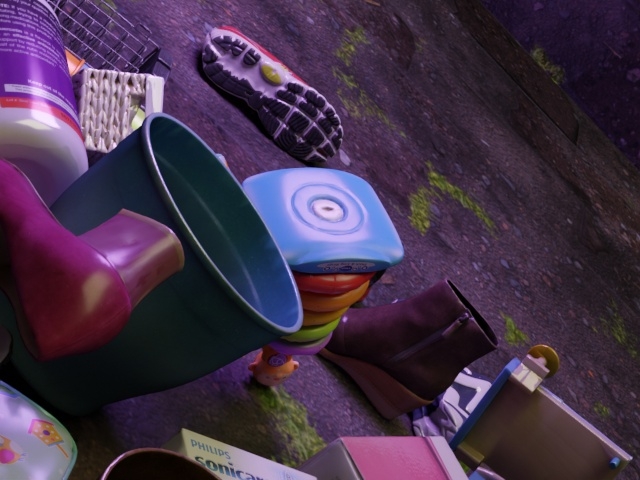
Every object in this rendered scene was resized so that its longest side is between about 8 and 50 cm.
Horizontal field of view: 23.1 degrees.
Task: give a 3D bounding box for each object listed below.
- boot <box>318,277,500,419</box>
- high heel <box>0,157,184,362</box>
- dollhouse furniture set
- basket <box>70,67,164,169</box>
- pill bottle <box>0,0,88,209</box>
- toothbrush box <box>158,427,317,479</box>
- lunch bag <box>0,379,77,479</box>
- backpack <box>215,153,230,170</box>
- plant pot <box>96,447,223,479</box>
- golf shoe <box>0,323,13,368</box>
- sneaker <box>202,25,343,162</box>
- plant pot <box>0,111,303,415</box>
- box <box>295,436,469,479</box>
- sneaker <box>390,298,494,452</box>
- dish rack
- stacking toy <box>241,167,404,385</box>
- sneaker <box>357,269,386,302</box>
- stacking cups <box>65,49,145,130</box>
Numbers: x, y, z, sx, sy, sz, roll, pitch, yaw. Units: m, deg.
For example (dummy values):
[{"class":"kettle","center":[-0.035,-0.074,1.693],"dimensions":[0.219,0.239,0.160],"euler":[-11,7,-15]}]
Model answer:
[{"class":"boot","center":[0.098,0.106,2.140],"dimensions":[0.248,0.207,0.090],"euler":[48,25,-3]},{"class":"high heel","center":[-0.319,0.016,1.475],"dimensions":[0.181,0.377,0.127],"euler":[-38,125,-41]},{"class":"dollhouse furniture set","center":[0.315,0.314,2.033],"dimensions":[0.286,0.303,0.198],"euler":[37,24,13]},{"class":"basket","center":[-0.271,-0.138,1.891],"dimensions":[0.103,0.167,0.113],"euler":[10,77,-30]},{"class":"pill bottle","center":[-0.374,-0.172,1.791],"dimensions":[0.181,0.181,0.323],"euler":[26,34,-40]},{"class":"toothbrush box","center":[-0.081,0.362,1.609],"dimensions":[0.206,0.122,0.283],"euler":[27,32,-39]},{"class":"lunch bag","center":[-0.348,0.216,1.378],"dimensions":[0.224,0.108,0.279],"euler":[31,26,-8]},{"class":"backpack","center":[-0.180,-0.022,1.889],"dimensions":[0.144,0.188,0.166],"euler":[58,25,5]},{"class":"plant pot","center":[-0.181,0.332,1.359],"dimensions":[0.215,0.230,0.215],"euler":[38,27,-23]},{"class":"golf shoe","center":[-0.350,0.073,1.386],"dimensions":[0.198,0.094,0.077],"euler":[6,36,-43]},{"class":"sneaker","center":[-0.068,-0.241,2.474],"dimensions":[0.279,0.107,0.118],"euler":[44,17,-17]},{"class":"plant pot","center":[-0.198,0.048,1.657],"dimensions":[0.272,0.255,0.272],"euler":[52,14,-18]},{"class":"box","center":[0.065,0.321,1.863],"dimensions":[0.232,0.148,0.127],"euler":[10,45,-54]},{"class":"sneaker","center":[0.176,0.198,2.275],"dimensions":[0.153,0.094,0.235],"euler":[11,45,-54]},{"class":"dish rack","center":[-0.323,-0.270,2.141],"dimensions":[0.271,0.074,0.208],"euler":[39,26,-18]},{"class":"stacking toy","center":[-0.031,0.074,1.906],"dimensions":[0.175,0.302,0.166],"euler":[0,43,-24]},{"class":"sneaker","center":[0.000,0.000,2.214],"dimensions":[0.276,0.135,0.098],"euler":[22,39,-42]},{"class":"stacking cups","center":[-0.310,-0.176,2.026],"dimensions":[0.316,0.096,0.096],"euler":[38,28,-14]}]
